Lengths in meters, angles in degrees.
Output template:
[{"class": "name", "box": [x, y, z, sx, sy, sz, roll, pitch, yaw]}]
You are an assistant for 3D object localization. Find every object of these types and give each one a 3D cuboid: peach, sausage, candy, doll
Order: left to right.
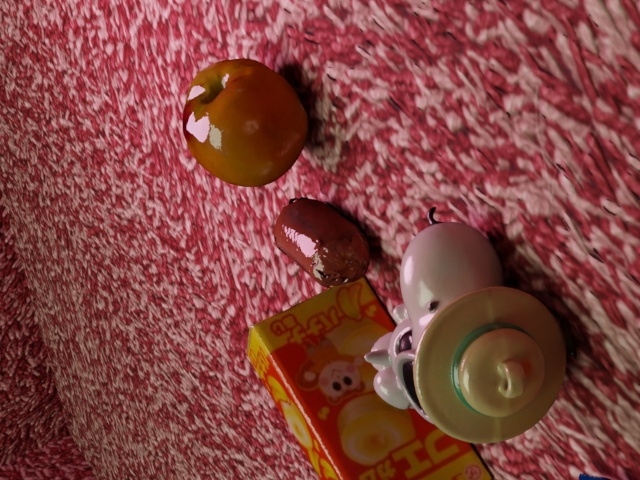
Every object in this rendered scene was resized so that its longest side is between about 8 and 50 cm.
[{"class": "peach", "box": [-0.081, -0.122, 1.475, 0.138, 0.138, 0.138, 50, 155, 33]}, {"class": "sausage", "box": [0.000, 0.000, 1.490, 0.141, 0.076, 0.076, 41, 149, 54]}, {"class": "candy", "box": [0.047, 0.187, 1.495, 0.276, 0.146, 0.088, 56, 159, 18]}, {"class": "doll", "box": [0.125, 0.109, 1.259, 0.271, 0.144, 0.208, 102, 159, -54]}]

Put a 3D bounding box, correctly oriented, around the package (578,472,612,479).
[{"class": "package", "box": [0.294, 0.278, 1.162, 0.173, 0.027, 0.171, 64, 160, -9]}]
